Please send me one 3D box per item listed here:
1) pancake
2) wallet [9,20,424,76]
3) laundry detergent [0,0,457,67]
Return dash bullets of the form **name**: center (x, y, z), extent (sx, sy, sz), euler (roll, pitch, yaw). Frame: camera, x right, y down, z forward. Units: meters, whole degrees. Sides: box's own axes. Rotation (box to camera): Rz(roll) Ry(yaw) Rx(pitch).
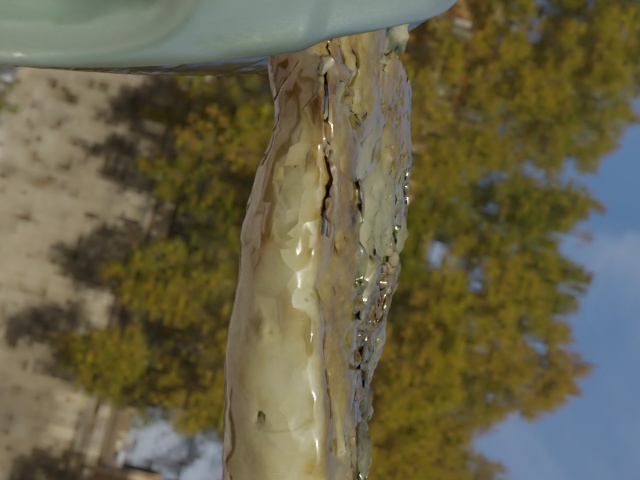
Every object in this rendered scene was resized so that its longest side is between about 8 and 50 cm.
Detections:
- **pancake**: center (0.002, 0.000, 0.668), extent (0.356, 0.065, 0.356), euler (-176, -90, -90)
- **wallet**: center (-0.033, -0.130, 0.914), extent (0.321, 0.170, 0.044), euler (-13, 83, -66)
- **laundry detergent**: center (-0.161, -0.160, 0.389), extent (0.124, 0.398, 0.264), euler (-95, -179, -59)
